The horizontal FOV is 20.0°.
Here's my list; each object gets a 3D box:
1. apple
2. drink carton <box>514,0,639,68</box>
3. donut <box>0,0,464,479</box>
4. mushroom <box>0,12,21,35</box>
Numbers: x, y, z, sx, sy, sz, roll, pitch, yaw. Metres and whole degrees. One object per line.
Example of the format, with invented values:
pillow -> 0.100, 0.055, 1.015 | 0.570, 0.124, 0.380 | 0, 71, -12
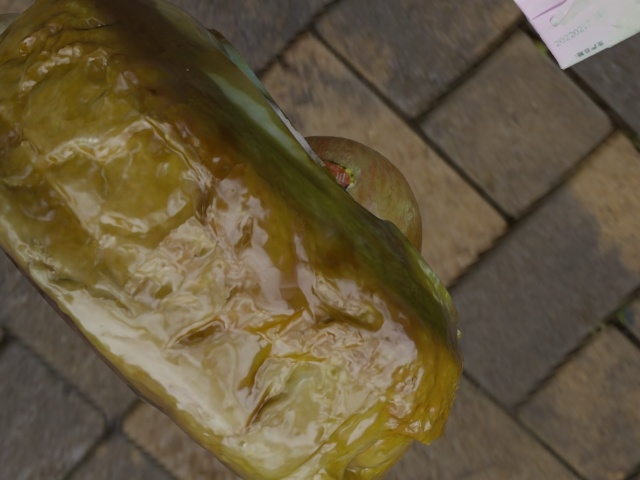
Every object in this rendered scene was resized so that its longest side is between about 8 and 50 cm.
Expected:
apple -> 0.000, 0.000, 1.863 | 0.211, 0.188, 0.211 | 7, 146, 5
drink carton -> 0.255, -0.299, 1.660 | 0.161, 0.271, 0.108 | -27, 128, 22
donut -> -0.045, 0.001, 0.937 | 0.160, 0.330, 0.330 | -38, 105, 10
mushroom -> -0.255, -0.108, 1.165 | 0.206, 0.206, 0.209 | -3, 64, -3
